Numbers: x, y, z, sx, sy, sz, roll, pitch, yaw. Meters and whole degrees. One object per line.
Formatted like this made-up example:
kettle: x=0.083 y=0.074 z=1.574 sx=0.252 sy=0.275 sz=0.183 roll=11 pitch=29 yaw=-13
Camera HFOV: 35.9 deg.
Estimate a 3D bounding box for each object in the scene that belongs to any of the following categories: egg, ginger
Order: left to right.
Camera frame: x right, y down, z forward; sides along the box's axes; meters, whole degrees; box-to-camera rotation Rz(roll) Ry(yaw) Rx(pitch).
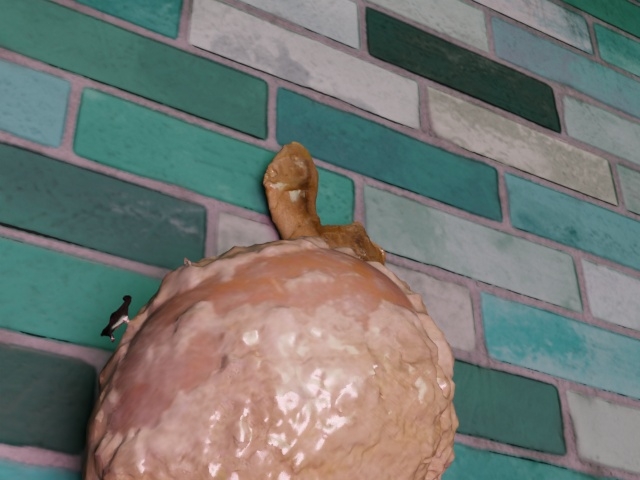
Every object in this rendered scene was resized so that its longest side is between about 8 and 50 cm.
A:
egg: x=-0.037 y=0.136 z=0.774 sx=0.279 sy=0.279 sz=0.310 roll=46 pitch=74 yaw=0
ginger: x=0.006 y=-0.006 z=1.035 sx=0.133 sy=0.059 sz=0.214 roll=2 pitch=58 yaw=-24
